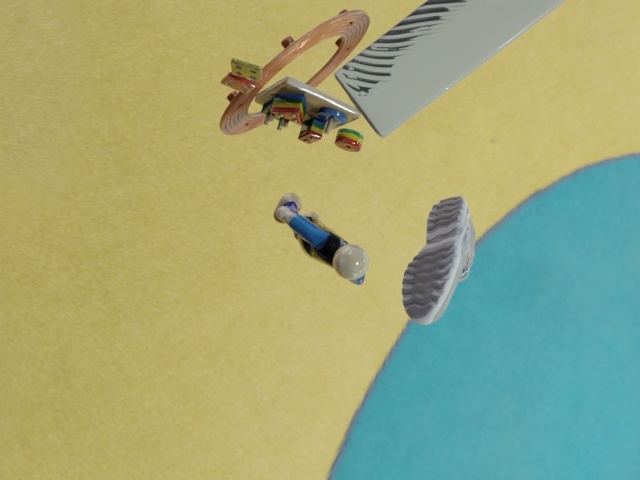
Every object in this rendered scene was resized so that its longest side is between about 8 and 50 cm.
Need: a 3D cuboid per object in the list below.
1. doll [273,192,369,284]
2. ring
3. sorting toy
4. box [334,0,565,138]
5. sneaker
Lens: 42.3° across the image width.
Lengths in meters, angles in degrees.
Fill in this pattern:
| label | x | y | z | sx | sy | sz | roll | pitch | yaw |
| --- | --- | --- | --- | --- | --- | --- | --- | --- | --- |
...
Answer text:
| label | x | y | z | sx | sy | sz | roll | pitch | yaw |
| --- | --- | --- | --- | --- | --- | --- | --- | --- | --- |
| doll | 0.000 | 0.000 | 0.910 | 0.046 | 0.189 | 0.129 | -48 | 119 | 0 |
| ring | -0.051 | -0.305 | 1.495 | 0.336 | 0.336 | 0.032 | -36 | 87 | -27 |
| sorting toy | -0.034 | -0.199 | 1.292 | 0.274 | 0.132 | 0.046 | 22 | 77 | -23 |
| box | 0.151 | -0.233 | 0.931 | 0.275 | 0.113 | 0.094 | -37 | 94 | 7 |
| sneaker | 0.235 | 0.048 | 1.490 | 0.115 | 0.105 | 0.281 | 52 | 47 | -29 |
